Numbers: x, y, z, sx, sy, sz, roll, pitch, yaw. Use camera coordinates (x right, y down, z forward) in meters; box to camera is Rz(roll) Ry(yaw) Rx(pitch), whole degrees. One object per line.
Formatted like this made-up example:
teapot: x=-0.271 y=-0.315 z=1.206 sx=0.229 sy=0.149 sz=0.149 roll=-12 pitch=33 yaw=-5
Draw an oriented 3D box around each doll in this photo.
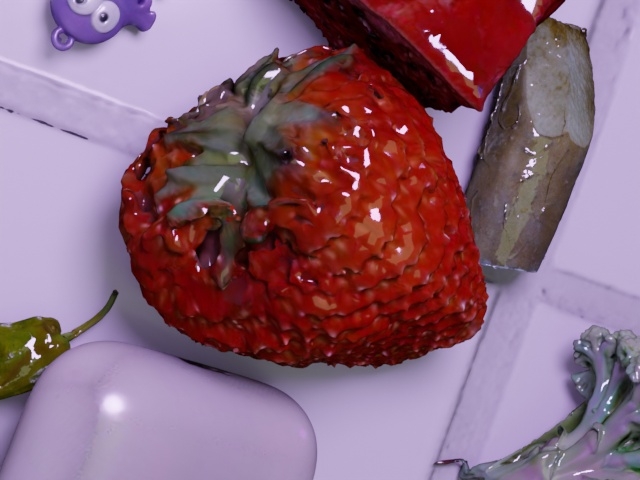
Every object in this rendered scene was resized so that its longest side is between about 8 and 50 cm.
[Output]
doll: x=-0.176 y=-0.251 z=1.165 sx=0.110 sy=0.067 sz=0.206 roll=40 pitch=75 yaw=-26

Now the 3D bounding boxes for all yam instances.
yam: x=0.210 y=-0.096 z=1.283 sx=0.106 sy=0.106 sz=0.259 roll=18 pitch=94 yaw=-18

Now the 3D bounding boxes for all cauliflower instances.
cauliflower: x=0.276 y=0.231 z=1.311 sx=0.315 sy=0.239 sz=0.256 roll=-13 pitch=145 yaw=4

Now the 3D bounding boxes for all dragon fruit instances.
dragon fruit: x=0.107 y=-0.264 z=1.217 sx=0.302 sy=0.240 sz=0.330 roll=43 pitch=60 yaw=10

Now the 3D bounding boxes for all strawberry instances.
strawberry: x=0.000 y=0.000 z=1.171 sx=0.312 sy=0.267 sz=0.351 roll=-21 pitch=140 yaw=27

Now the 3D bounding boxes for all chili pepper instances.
chili pepper: x=-0.280 y=0.106 z=1.176 sx=0.204 sy=0.073 sz=0.072 roll=-8 pitch=65 yaw=-25

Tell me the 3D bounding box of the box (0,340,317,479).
box: x=-0.168 y=0.276 z=1.184 sx=0.288 sy=0.141 sz=0.349 roll=20 pitch=91 yaw=-31
